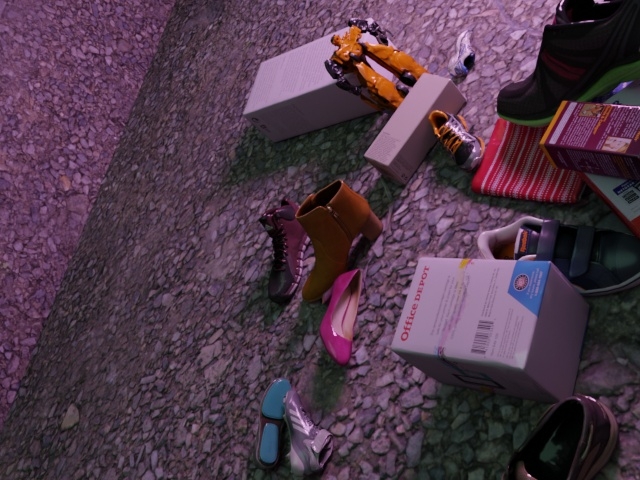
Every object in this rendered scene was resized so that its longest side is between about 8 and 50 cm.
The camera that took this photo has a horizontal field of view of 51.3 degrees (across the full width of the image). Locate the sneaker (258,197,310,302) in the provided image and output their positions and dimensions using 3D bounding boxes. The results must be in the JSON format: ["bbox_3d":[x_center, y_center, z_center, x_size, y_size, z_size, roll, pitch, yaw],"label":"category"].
[{"bbox_3d":[-0.118,0.014,1.778,0.106,0.162,0.281,-7,57,41],"label":"sneaker"}]

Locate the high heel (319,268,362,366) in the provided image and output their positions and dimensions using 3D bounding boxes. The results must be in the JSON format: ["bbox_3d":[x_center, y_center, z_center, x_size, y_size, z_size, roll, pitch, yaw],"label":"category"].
[{"bbox_3d":[0.063,0.175,1.546,0.117,0.082,0.244,-42,26,27],"label":"high heel"}]

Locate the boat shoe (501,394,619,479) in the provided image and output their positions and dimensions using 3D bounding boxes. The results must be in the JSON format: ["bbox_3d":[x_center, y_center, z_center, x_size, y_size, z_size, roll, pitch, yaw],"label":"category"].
[{"bbox_3d":[0.339,0.395,1.068,0.132,0.130,0.355,22,78,50],"label":"boat shoe"}]

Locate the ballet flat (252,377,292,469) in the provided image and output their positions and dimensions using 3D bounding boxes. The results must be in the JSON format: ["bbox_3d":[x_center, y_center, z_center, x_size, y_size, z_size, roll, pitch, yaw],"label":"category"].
[{"bbox_3d":[-0.118,0.425,1.548,0.068,0.072,0.213,129,157,-54],"label":"ballet flat"}]

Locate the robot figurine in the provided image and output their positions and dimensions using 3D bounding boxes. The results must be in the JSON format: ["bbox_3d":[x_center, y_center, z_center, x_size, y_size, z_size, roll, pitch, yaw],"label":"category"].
[{"bbox_3d":[0.146,-0.452,1.774,0.211,0.291,0.085,-61,11,-12],"label":"robot figurine"}]

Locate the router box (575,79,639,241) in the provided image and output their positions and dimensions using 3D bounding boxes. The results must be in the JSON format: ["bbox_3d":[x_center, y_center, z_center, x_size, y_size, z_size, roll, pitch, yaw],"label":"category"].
[{"bbox_3d":[0.640,-0.177,1.180,0.335,0.082,0.301,-38,43,14],"label":"router box"}]

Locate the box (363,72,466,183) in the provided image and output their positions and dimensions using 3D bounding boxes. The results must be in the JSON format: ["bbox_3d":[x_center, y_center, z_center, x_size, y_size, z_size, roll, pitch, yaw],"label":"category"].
[{"bbox_3d":[0.242,-0.289,1.710,0.275,0.094,0.113,-53,39,-1],"label":"box"}]

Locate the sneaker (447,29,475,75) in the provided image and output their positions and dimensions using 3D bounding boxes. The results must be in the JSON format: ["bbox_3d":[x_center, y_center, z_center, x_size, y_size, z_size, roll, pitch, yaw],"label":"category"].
[{"bbox_3d":[0.388,-0.495,1.767,0.058,0.052,0.135,12,78,38],"label":"sneaker"}]

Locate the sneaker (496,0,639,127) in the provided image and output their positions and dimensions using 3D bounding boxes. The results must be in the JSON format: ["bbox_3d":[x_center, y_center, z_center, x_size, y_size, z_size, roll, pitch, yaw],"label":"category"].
[{"bbox_3d":[0.515,-0.378,1.306,0.185,0.202,0.483,-41,5,-28],"label":"sneaker"}]

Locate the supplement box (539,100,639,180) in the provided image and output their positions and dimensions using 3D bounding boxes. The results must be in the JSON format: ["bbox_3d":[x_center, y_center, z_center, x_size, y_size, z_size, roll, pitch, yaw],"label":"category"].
[{"bbox_3d":[0.503,-0.178,1.177,0.188,0.081,0.104,19,75,47],"label":"supplement box"}]

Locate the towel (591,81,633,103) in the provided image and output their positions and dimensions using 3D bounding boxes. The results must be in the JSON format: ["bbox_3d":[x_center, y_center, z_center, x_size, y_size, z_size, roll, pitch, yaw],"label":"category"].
[{"bbox_3d":[0.693,-0.260,1.302,0.336,0.040,0.243,-6,59,44],"label":"towel"}]

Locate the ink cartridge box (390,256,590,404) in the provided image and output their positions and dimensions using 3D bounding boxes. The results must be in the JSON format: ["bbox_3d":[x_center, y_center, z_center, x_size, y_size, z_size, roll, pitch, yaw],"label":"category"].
[{"bbox_3d":[0.310,0.161,1.221,0.270,0.197,0.198,1,63,45],"label":"ink cartridge box"}]

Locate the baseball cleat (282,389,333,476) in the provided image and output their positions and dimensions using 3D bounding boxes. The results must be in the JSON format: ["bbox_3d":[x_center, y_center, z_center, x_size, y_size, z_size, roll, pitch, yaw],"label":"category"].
[{"bbox_3d":[-0.025,0.418,1.472,0.110,0.072,0.205,-20,49,13],"label":"baseball cleat"}]

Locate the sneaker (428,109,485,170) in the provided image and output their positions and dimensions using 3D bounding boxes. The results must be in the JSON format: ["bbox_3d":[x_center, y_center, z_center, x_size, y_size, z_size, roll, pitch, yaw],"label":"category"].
[{"bbox_3d":[0.319,-0.241,1.594,0.084,0.083,0.214,-56,32,25],"label":"sneaker"}]

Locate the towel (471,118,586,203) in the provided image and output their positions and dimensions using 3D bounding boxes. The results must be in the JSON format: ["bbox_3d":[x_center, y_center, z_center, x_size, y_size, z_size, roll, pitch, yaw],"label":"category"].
[{"bbox_3d":[0.464,-0.180,1.440,0.275,0.031,0.198,14,76,52],"label":"towel"}]

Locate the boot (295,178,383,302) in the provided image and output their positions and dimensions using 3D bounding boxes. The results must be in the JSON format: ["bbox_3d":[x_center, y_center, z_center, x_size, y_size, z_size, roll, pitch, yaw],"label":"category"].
[{"bbox_3d":[0.001,0.000,1.634,0.295,0.211,0.104,-48,38,6],"label":"boot"}]

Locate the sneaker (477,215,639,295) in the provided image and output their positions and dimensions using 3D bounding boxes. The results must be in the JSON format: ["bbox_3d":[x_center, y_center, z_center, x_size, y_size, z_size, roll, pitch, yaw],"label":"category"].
[{"bbox_3d":[0.446,0.027,1.250,0.321,0.127,0.126,-6,56,40],"label":"sneaker"}]

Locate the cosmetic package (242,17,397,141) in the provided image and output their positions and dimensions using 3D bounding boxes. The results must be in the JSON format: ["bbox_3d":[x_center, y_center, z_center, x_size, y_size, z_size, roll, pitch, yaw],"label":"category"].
[{"bbox_3d":[-0.005,-0.478,2.040,0.453,0.161,0.230,-9,56,41],"label":"cosmetic package"}]
